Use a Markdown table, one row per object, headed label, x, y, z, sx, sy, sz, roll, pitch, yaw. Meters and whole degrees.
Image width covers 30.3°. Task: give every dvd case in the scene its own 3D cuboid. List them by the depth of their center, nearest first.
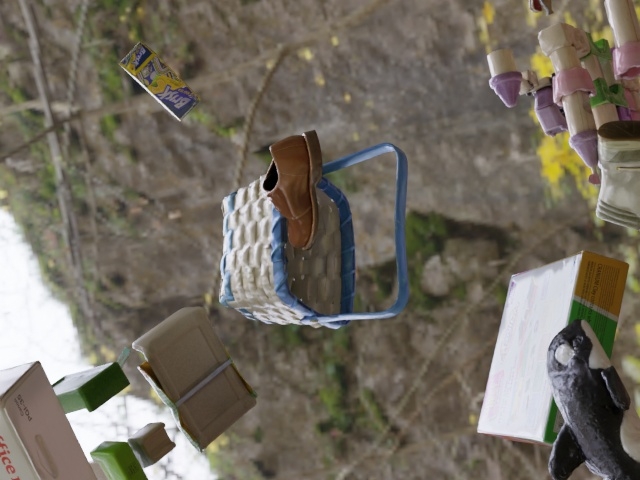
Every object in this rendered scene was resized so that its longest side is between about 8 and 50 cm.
| label | x | y | z | sx | sy | sz | roll | pitch | yaw |
| --- | --- | --- | --- | --- | --- | --- | --- | --- | --- |
| dvd case | -0.361 | 0.236 | 2.061 | 0.087 | 0.013 | 0.119 | -62 | 5 | -20 |

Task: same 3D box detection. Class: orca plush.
| label | x | y | z | sx | sy | sz | roll | pitch | yaw |
| --- | --- | --- | --- | --- | --- | --- | --- | --- | --- |
| orca plush | 0.281 | 0.223 | 1.170 | 0.287 | 0.102 | 0.151 | 65 | -172 | 13 |

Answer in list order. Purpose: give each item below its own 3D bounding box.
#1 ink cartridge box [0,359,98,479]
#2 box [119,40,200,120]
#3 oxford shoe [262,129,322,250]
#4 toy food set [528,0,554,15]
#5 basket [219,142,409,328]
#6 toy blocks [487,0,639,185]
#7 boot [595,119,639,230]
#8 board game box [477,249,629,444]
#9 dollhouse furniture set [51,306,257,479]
| label | x | y | z | sx | sy | sz | roll | pitch | yaw |
| --- | --- | --- | --- | --- | --- | --- | --- | --- | --- |
| ink cartridge box | -0.463 | 0.297 | 1.554 | 0.117 | 0.283 | 0.207 | -57 | -52 | -64 |
| box | -0.288 | -0.286 | 2.135 | 0.054 | 0.059 | 0.169 | 43 | 179 | 32 |
| oxford shoe | -0.041 | -0.063 | 1.580 | 0.212 | 0.076 | 0.076 | 90 | 167 | -49 |
| toy food set | 0.382 | -0.466 | 2.152 | 0.078 | 0.019 | 0.122 | -14 | -90 | -41 |
| basket | 0.000 | 0.000 | 1.729 | 0.201 | 0.289 | 0.255 | 26 | -120 | -47 |
| toy blocks | 0.445 | -0.197 | 1.891 | 0.288 | 0.309 | 0.260 | 3 | -109 | -51 |
| boot | 0.517 | -0.092 | 1.755 | 0.077 | 0.213 | 0.165 | -65 | -26 | -51 |
| board game box | 0.304 | 0.152 | 1.584 | 0.316 | 0.064 | 0.242 | 136 | 148 | -81 |
| dollhouse furniture set | -0.274 | 0.256 | 1.847 | 0.301 | 0.151 | 0.197 | -36 | -79 | -47 |
